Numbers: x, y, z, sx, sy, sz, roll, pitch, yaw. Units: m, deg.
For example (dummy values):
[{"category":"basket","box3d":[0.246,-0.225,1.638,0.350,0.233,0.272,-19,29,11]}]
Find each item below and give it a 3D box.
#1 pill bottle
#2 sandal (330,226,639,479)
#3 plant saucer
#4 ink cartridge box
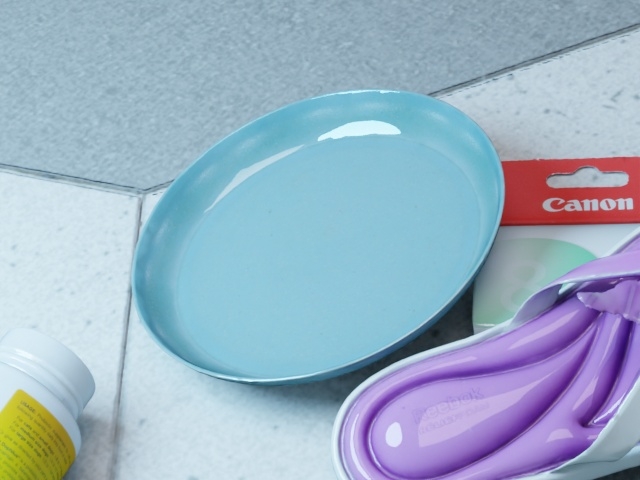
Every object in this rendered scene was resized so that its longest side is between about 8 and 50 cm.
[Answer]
[{"category":"pill bottle","box3d":[-0.257,0.169,1.240,0.117,0.117,0.215,17,54,23]},{"category":"sandal","box3d":[0.197,0.083,1.193,0.416,0.102,0.169,-30,62,3]},{"category":"plant saucer","box3d":[0.000,0.000,1.365,0.317,0.044,0.318,-13,43,13]},{"category":"ink cartridge box","box3d":[0.217,-0.002,1.354,0.181,0.056,0.225,-1,50,9]}]
